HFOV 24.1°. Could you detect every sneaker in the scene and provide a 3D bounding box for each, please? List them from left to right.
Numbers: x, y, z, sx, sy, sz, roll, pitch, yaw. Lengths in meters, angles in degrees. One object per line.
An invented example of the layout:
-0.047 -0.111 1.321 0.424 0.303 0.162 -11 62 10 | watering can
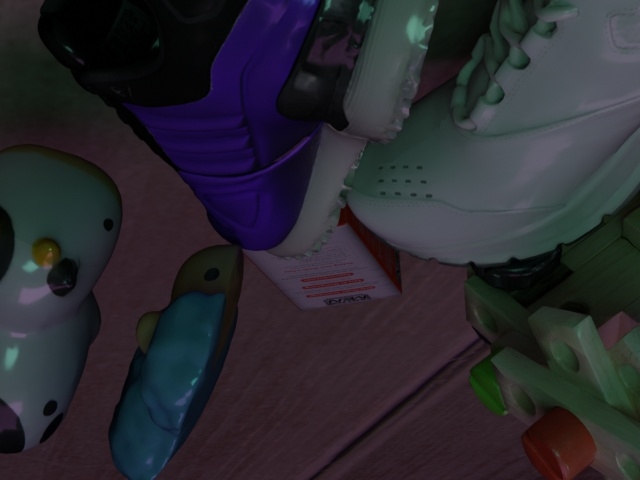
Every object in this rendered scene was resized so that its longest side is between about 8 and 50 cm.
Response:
-0.045 -0.077 0.636 0.146 0.102 0.293 15 162 -7 | sneaker
0.119 -0.089 0.633 0.297 0.111 0.129 -30 137 30 | sneaker

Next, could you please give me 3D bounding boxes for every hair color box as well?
0.000 0.000 0.917 0.072 0.043 0.141 -9 159 13 | hair color box

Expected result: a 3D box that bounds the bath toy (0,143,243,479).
-0.215 0.011 0.698 0.348 0.151 0.129 15 -176 2 | bath toy

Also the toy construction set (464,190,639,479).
0.197 0.027 0.744 0.327 0.215 0.151 -24 140 -31 | toy construction set
